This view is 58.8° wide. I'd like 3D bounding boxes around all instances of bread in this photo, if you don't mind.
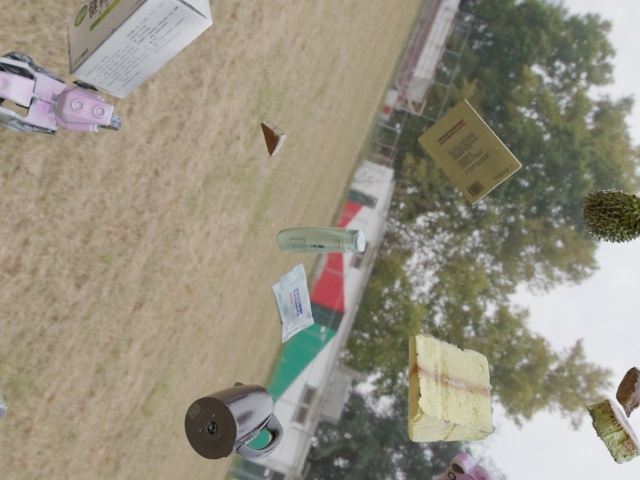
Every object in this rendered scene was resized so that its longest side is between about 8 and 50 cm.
[{"bbox_3d":[-0.133,-0.304,1.681,0.043,0.062,0.108,-39,121,-55],"label":"bread"},{"bbox_3d":[0.362,0.401,1.578,0.198,0.236,0.263,80,13,-49],"label":"bread"},{"bbox_3d":[0.670,0.437,1.293,0.069,0.140,0.128,-31,-175,21],"label":"bread"}]

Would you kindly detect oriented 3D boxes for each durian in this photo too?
[{"bbox_3d":[0.694,-0.046,1.336,0.095,0.137,0.221,-53,-156,-13],"label":"durian"}]

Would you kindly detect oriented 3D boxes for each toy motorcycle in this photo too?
[{"bbox_3d":[-0.543,-0.269,1.054,0.188,0.327,0.143,-166,-88,-78],"label":"toy motorcycle"}]

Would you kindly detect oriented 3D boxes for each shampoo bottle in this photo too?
[{"bbox_3d":[0.000,0.000,1.361,0.049,0.213,0.072,-56,139,-50],"label":"shampoo bottle"}]

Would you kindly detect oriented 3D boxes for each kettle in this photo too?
[{"bbox_3d":[-0.190,0.442,1.396,0.144,0.202,0.232,-54,161,15],"label":"kettle"}]

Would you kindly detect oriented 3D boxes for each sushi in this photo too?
[{"bbox_3d":[0.654,0.314,1.179,0.118,0.060,0.061,-49,180,-11],"label":"sushi"}]

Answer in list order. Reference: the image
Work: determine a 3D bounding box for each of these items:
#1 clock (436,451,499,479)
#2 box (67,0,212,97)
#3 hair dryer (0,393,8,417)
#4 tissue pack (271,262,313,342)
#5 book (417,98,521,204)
[{"bbox_3d":[0.471,0.775,1.698,0.090,0.248,0.227,-22,144,-38],"label":"clock"},{"bbox_3d":[-0.394,-0.479,1.226,0.145,0.333,0.173,16,54,-51],"label":"box"},{"bbox_3d":[-0.530,0.217,0.769,0.199,0.167,0.067,-45,158,-41],"label":"hair dryer"},{"bbox_3d":[-0.076,0.172,1.555,0.123,0.026,0.192,-28,120,-39],"label":"tissue pack"},{"bbox_3d":[0.383,-0.228,1.475,0.161,0.230,0.026,-40,170,17],"label":"book"}]
